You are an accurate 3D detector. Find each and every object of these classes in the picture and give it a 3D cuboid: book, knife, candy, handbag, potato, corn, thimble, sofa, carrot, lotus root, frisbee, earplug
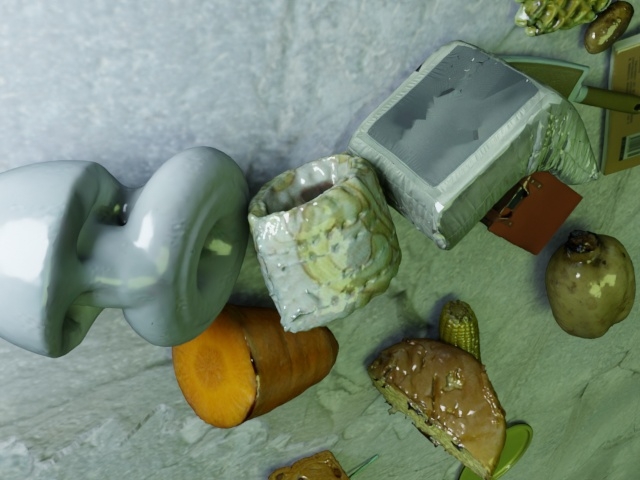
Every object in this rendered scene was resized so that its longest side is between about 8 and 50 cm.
[{"bbox_3d":[0.642,-0.257,1.064,0.389,0.032,0.269,-17,136,2],"label":"book"},{"bbox_3d":[0.356,-0.226,0.956,0.343,0.027,0.061,1,130,-28],"label":"knife"},{"bbox_3d":[0.044,0.480,1.317,0.185,0.049,0.055,-31,166,-20],"label":"candy"},{"bbox_3d":[0.331,-0.056,1.071,0.190,0.063,0.127,18,112,-47],"label":"handbag"},{"bbox_3d":[0.405,-0.299,0.937,0.083,0.040,0.051,-50,132,7],"label":"potato"},{"bbox_3d":[0.251,0.198,1.199,0.080,0.080,0.231,-27,136,-15],"label":"corn"},{"bbox_3d":[0.000,0.000,0.753,0.190,0.137,0.143,-39,122,-36],"label":"thimble"},{"bbox_3d":[0.178,-0.100,0.818,0.225,0.210,0.176,-46,139,0],"label":"sofa"},{"bbox_3d":[-0.062,0.149,0.898,0.225,0.159,0.159,-5,127,-45],"label":"carrot"},{"bbox_3d":[0.501,0.082,1.242,0.160,0.146,0.284,-49,137,-18],"label":"lotus root"},{"bbox_3d":[0.431,0.535,1.651,0.236,0.017,0.236,-20,134,-22],"label":"frisbee"},{"bbox_3d":[-0.196,0.006,0.671,0.326,0.175,0.214,-6,113,-43],"label":"earplug"}]

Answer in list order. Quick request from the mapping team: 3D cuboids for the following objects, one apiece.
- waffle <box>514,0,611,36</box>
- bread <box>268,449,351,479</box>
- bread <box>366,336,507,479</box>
[{"bbox_3d":[0.316,-0.345,0.839,0.183,0.036,0.169,-23,132,-22],"label":"waffle"},{"bbox_3d":[-0.021,0.483,1.182,0.149,0.158,0.143,-6,128,-27],"label":"bread"},{"bbox_3d":[0.213,0.264,1.112,0.147,0.261,0.160,-47,144,-14],"label":"bread"}]
